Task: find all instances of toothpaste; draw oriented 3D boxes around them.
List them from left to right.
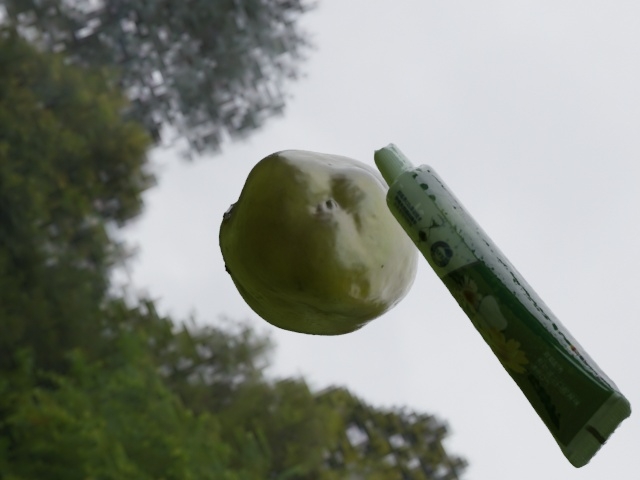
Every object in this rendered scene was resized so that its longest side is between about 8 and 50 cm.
[{"bbox_3d":[0.084,0.024,0.841,0.204,0.031,0.049,54,-52,29],"label":"toothpaste"}]

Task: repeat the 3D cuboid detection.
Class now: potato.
[{"bbox_3d":[-0.001,0.005,1.337,0.200,0.154,0.137,120,-41,-68],"label":"potato"}]
